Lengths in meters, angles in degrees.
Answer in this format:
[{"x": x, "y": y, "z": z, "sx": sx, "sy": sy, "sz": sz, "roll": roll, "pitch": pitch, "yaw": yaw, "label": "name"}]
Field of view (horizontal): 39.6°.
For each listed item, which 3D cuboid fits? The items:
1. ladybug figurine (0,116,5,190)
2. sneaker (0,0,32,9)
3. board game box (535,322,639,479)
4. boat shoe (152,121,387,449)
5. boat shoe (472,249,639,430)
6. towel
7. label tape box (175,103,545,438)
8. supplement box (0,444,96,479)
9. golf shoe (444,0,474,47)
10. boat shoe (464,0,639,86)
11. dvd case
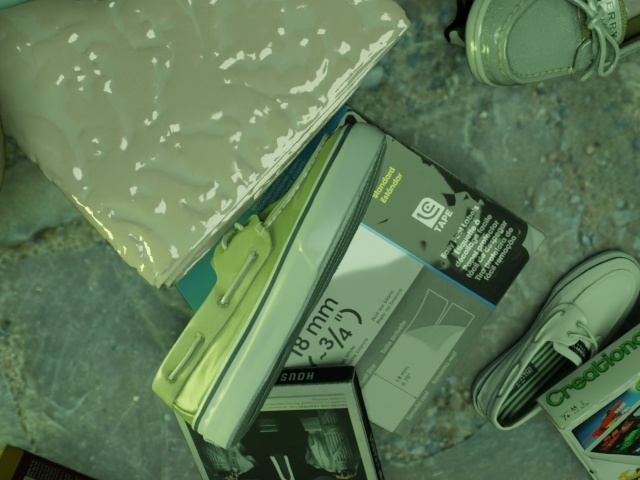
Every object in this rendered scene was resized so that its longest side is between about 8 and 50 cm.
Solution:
[{"x": -0.465, "y": -0.082, "z": 0.715, "sx": 0.450, "sy": 0.161, "sz": 0.305, "roll": -6, "pitch": 123, "yaw": 4, "label": "ladybug figurine"}, {"x": -0.250, "y": -0.284, "z": 0.701, "sx": 0.208, "sy": 0.319, "sz": 0.127, "roll": -10, "pitch": 145, "yaw": -29, "label": "sneaker"}, {"x": 0.386, "y": 0.133, "z": 0.901, "sx": 0.305, "sy": 0.053, "sz": 0.193, "roll": -37, "pitch": 129, "yaw": 3, "label": "board game box"}, {"x": -0.047, "y": 0.030, "z": 0.732, "sx": 0.094, "sy": 0.109, "sz": 0.302, "roll": 29, "pitch": 99, "yaw": 7, "label": "boat shoe"}, {"x": 0.252, "y": 0.110, "z": 0.905, "sx": 0.083, "sy": 0.076, "sz": 0.226, "roll": 38, "pitch": 97, "yaw": -13, "label": "boat shoe"}, {"x": -0.143, "y": -0.180, "z": 0.765, "sx": 0.332, "sy": 0.053, "sz": 0.317, "roll": 45, "pitch": 96, "yaw": 5, "label": "towel"}, {"x": 0.000, "y": 0.000, "z": 0.838, "sx": 0.334, "sy": 0.106, "sz": 0.240, "roll": 31, "pitch": 98, "yaw": -12, "label": "label tape box"}, {"x": -0.275, "y": 0.344, "z": 0.879, "sx": 0.194, "sy": 0.129, "sz": 0.191, "roll": 27, "pitch": 100, "yaw": -11, "label": "supplement box"}, {"x": 0.152, "y": -0.269, "z": 0.804, "sx": 0.094, "sy": 0.077, "sz": 0.198, "roll": -4, "pitch": 103, "yaw": -5, "label": "golf shoe"}, {"x": 0.269, "y": -0.218, "z": 0.771, "sx": 0.321, "sy": 0.103, "sz": 0.118, "roll": -23, "pitch": 119, "yaw": -19, "label": "boat shoe"}, {"x": -0.031, "y": 0.220, "z": 0.865, "sx": 0.180, "sy": 0.029, "sz": 0.238, "roll": -5, "pitch": 123, "yaw": 14, "label": "dvd case"}]
